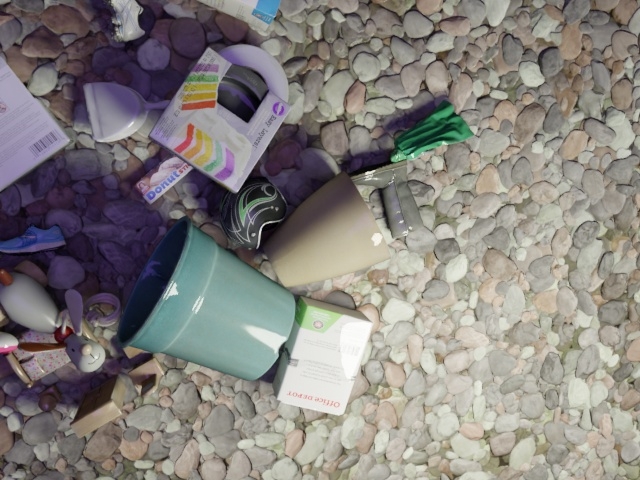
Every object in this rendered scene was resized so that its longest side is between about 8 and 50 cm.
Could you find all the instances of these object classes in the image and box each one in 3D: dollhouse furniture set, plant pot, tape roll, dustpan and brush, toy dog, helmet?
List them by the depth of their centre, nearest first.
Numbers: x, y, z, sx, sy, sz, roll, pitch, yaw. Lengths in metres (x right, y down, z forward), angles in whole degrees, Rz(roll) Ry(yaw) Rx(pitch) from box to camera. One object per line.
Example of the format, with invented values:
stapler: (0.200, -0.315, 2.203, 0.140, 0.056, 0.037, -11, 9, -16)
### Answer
toy dog: (-0.647, 0.162, 1.404, 0.333, 0.161, 0.220, 19, 61, -5)
plant pot: (-0.266, 0.167, 1.477, 0.334, 0.341, 0.341, 30, 92, -24)
dustpan and brush: (-0.457, -0.326, 1.479, 0.211, 0.060, 0.147, -11, 89, -4)
dollhouse furniture set: (-0.608, 0.273, 1.480, 0.303, 0.174, 0.356, -29, 104, -7)
tape roll: (-0.193, -0.376, 1.515, 0.219, 0.072, 0.219, -2, 99, -12)
helmet: (-0.178, -0.068, 1.526, 0.161, 0.169, 0.169, -33, 105, -18)
plant pot: (0.000, 0.000, 1.537, 0.274, 0.256, 0.257, -29, 104, -1)

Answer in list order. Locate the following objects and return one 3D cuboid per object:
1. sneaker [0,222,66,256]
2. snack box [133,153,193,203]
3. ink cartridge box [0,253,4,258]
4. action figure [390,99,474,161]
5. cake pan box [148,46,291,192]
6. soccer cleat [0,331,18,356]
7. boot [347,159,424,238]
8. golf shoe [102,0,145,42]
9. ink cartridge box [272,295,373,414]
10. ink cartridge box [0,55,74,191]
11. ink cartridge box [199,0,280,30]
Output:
sneaker: (-0.714, -0.003, 1.478, 0.162, 0.063, 0.073, -10, 84, -15)
snack box: (-0.386, -0.174, 1.531, 0.178, 0.022, 0.064, -41, 107, -4)
ink cartridge box: (-0.841, 0.078, 1.427, 0.063, 0.109, 0.150, 41, 89, -12)
action figure: (0.282, -0.275, 1.623, 0.232, 0.063, 0.137, -30, 66, -14)
cake pan box: (-0.233, -0.285, 1.431, 0.245, 0.070, 0.267, 35, 81, -15)
soccer cleat: (-0.881, 0.223, 1.413, 0.331, 0.116, 0.143, -7, 84, 4)
boot: (0.181, -0.106, 1.652, 0.189, 0.076, 0.209, -14, 109, -8)
golf shoe: (-0.471, -0.566, 1.436, 0.086, 0.069, 0.176, -16, 106, -30)
ink cartridge box: (0.002, 0.315, 1.652, 0.198, 0.115, 0.273, 17, 95, -14)
ink cartridge box: (-0.773, -0.252, 1.413, 0.275, 0.060, 0.239, -36, 104, -4)
ink cartridge box: (-0.199, -0.634, 1.418, 0.232, 0.171, 0.168, 19, 95, -15)
